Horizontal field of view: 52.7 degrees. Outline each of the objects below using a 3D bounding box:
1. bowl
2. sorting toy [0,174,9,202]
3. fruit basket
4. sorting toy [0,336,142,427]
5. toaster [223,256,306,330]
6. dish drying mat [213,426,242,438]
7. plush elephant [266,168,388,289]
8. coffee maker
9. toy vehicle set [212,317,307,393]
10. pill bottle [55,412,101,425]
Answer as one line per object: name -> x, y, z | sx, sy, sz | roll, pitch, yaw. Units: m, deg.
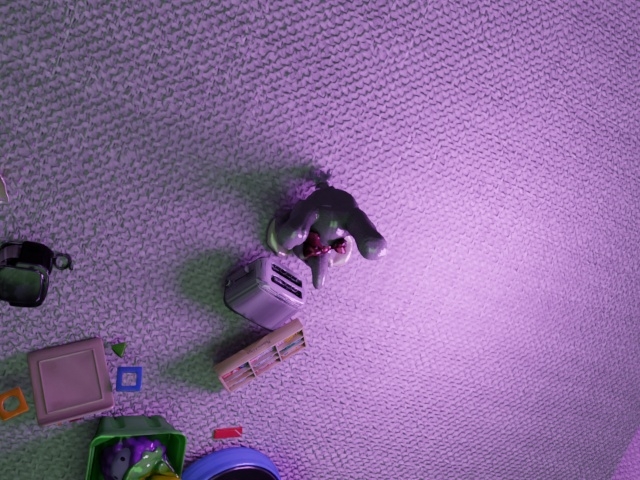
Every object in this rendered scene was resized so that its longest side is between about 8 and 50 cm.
bowl -> -0.282, 0.804, 1.913 | 0.392, 0.077, 0.390 | -11, 111, -29
sorting toy -> -0.751, -0.109, 1.471 | 0.083, 0.045, 0.075 | -26, 122, -14
fruit basket -> -0.466, 0.669, 1.664 | 0.283, 0.392, 0.391 | 6, 104, -25
sorting toy -> -0.628, 0.355, 1.624 | 0.348, 0.047, 0.195 | -11, 68, -19
toaster -> -0.138, 0.145, 1.735 | 0.227, 0.129, 0.146 | 35, 125, -29
dish drying mat -> -0.273, 0.570, 1.911 | 0.083, 0.008, 0.032 | 2, 107, -23
plush elephant -> 0.000, 0.000, 1.716 | 0.272, 0.329, 0.255 | 4, 128, -11
coffee maker -> -0.665, 0.070, 1.486 | 0.171, 0.178, 0.120 | -15, 113, -18
toy vehicle set -> -0.162, 0.324, 1.808 | 0.267, 0.035, 0.166 | -30, 154, -11
pill bottle -> -0.618, 0.419, 1.673 | 0.152, 0.086, 0.085 | -11, 111, -20
